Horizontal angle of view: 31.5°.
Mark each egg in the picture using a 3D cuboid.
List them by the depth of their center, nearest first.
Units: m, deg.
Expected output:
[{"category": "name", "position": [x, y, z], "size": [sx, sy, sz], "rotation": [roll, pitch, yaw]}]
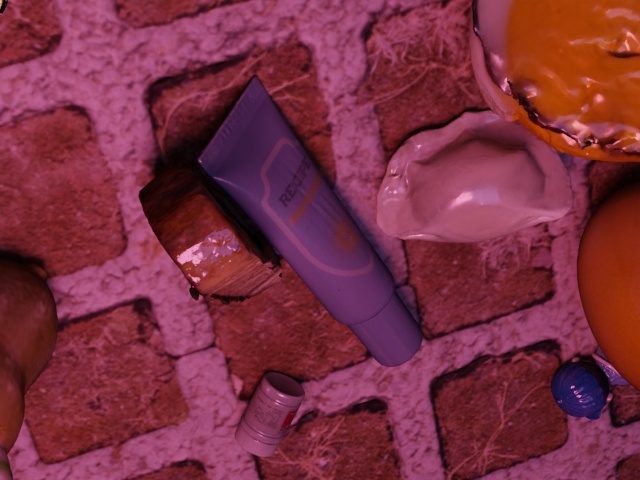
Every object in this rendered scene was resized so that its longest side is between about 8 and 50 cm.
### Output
[{"category": "egg", "position": [0.312, -0.231, 1.212], "size": [0.337, 0.201, 0.337], "rotation": [0, 90, -3]}, {"category": "egg", "position": [0.446, 0.065, 1.375], "size": [0.250, 0.250, 0.322], "rotation": [-38, 111, 4]}]

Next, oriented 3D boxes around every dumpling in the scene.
[{"category": "dumpling", "position": [0.172, -0.074, 1.305], "size": [0.229, 0.124, 0.151], "rotation": [-9, 80, -4]}]

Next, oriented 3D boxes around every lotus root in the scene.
[{"category": "lotus root", "position": [-0.117, -0.008, 1.212], "size": [0.074, 0.261, 0.170], "rotation": [-39, 88, 4]}]

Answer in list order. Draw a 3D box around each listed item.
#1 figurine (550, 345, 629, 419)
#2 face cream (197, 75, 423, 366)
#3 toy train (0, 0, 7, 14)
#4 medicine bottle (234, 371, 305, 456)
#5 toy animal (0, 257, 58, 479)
[{"category": "figurine", "position": [0.380, 0.180, 1.515], "size": [0.149, 0.087, 0.086], "rotation": [-37, 83, 3]}, {"category": "face cream", "position": [0.000, 0.000, 1.296], "size": [0.385, 0.086, 0.135], "rotation": [53, 49, -31]}, {"category": "toy train", "position": [-0.419, -0.230, 1.048], "size": [0.296, 0.100, 0.160], "rotation": [-32, 119, 0]}, {"category": "medicine bottle", "position": [-0.063, 0.215, 1.404], "size": [0.058, 0.058, 0.091], "rotation": [19, 109, -24]}, {"category": "toy animal", "position": [-0.366, 0.155, 1.125], "size": [0.180, 0.363, 0.181], "rotation": [-24, 118, 13]}]
